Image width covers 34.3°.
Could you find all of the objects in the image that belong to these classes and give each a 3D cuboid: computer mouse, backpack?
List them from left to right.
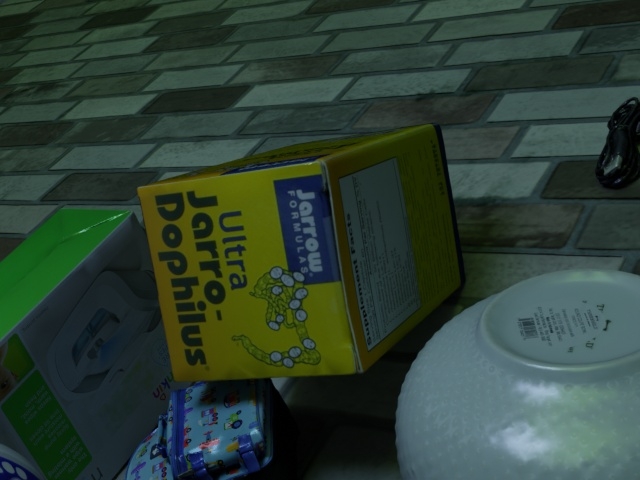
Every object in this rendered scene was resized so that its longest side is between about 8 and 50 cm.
[{"bbox_3d":[-0.115,0.216,1.003,0.173,0.116,0.158,-19,29,10],"label":"backpack"},{"bbox_3d":[0.473,-0.149,1.258,0.272,0.072,0.188,-4,33,29],"label":"computer mouse"}]

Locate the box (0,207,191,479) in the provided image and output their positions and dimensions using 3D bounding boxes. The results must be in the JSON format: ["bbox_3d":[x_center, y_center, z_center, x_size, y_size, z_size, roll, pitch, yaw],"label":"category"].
[{"bbox_3d":[-0.279,0.131,1.130,0.127,0.231,0.262,3,37,35],"label":"box"}]

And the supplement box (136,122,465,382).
[{"bbox_3d":[0.000,0.000,1.074,0.195,0.194,0.356,-7,8,24],"label":"supplement box"}]

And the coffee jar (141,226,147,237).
[{"bbox_3d":[-0.316,0.051,1.440,0.184,0.079,0.096,-37,33,-25],"label":"coffee jar"}]

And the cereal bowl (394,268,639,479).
[{"bbox_3d":[0.222,0.121,0.859,0.339,0.141,0.339,-9,25,4],"label":"cereal bowl"}]

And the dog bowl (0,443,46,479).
[{"bbox_3d":[-0.333,0.298,0.858,0.265,0.264,0.104,-31,34,-15],"label":"dog bowl"}]
